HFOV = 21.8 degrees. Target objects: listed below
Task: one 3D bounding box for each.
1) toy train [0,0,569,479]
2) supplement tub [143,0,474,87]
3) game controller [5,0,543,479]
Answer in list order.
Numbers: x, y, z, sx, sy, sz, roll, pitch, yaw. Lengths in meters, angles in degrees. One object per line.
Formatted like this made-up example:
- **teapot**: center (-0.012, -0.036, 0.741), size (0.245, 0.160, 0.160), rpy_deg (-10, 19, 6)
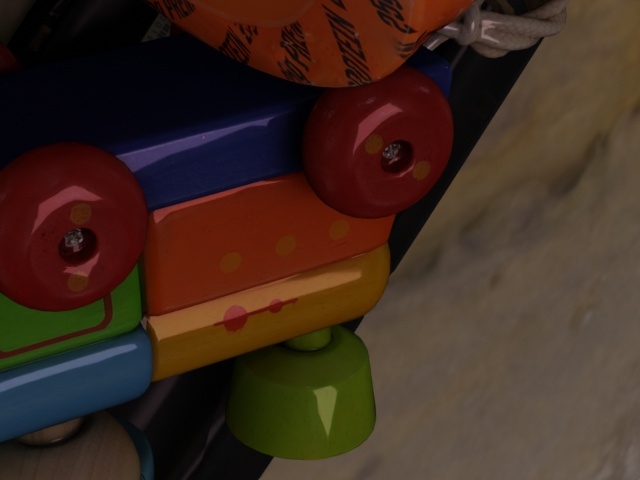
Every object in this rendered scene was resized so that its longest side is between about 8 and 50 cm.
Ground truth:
- **toy train**: center (0.000, 0.000, 0.487), size (0.248, 0.105, 0.143), rpy_deg (-16, 123, -24)
- **supplement tub**: center (0.065, -0.209, 0.411), size (0.338, 0.207, 0.207), rpy_deg (-47, 135, -19)
- **game controller**: center (-0.024, -0.043, 0.553), size (0.166, 0.067, 0.319), rpy_deg (35, 87, -32)
